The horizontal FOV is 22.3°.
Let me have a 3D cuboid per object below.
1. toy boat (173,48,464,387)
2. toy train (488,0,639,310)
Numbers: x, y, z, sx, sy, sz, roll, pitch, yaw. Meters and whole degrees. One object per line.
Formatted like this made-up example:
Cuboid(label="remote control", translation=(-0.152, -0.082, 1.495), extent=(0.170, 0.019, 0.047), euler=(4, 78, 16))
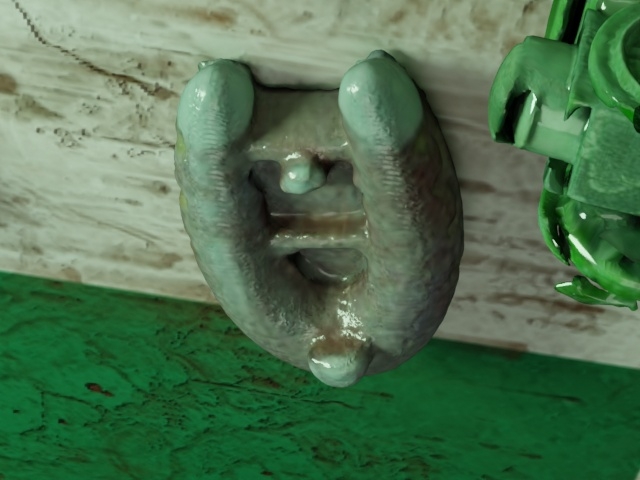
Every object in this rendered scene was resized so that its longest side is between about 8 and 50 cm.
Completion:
Cuboid(label="toy boat", translation=(0.000, 0.000, 0.883), extent=(0.155, 0.085, 0.227), euler=(-2, 138, 10))
Cuboid(label="toy train", translation=(0.199, -0.064, 0.692), extent=(0.243, 0.188, 0.132), euler=(15, 143, 5))
